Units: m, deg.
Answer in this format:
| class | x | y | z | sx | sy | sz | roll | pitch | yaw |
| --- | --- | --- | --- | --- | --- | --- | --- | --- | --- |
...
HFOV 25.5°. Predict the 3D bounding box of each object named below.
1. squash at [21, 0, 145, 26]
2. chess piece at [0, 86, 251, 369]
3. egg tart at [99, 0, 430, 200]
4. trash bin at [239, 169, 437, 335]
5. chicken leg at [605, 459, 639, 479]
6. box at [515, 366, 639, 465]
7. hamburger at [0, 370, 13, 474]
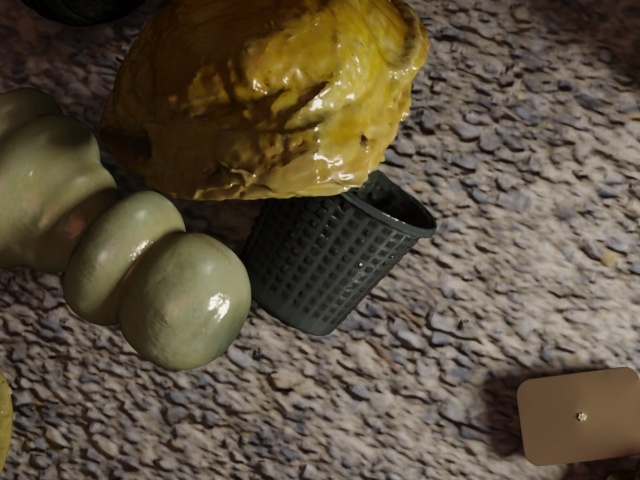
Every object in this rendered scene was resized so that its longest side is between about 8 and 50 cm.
| class | x | y | z | sx | sy | sz | roll | pitch | yaw |
| --- | --- | --- | --- | --- | --- | --- | --- | --- | --- |
| squash | -0.250 | -0.328 | 1.444 | 0.218 | 0.218 | 0.172 | 44 | 54 | 8 |
| chess piece | -0.213 | 0.003 | 1.392 | 0.330 | 0.182 | 0.182 | 34 | 94 | 18 |
| egg tart | -0.069 | -0.177 | 1.354 | 0.339 | 0.153 | 0.351 | 9 | 46 | 32 |
| trash bin | 0.000 | 0.000 | 1.418 | 0.175 | 0.175 | 0.161 | 38 | 105 | 8 |
| chicken leg | 0.364 | 0.290 | 1.389 | 0.196 | 0.080 | 0.125 | 38 | 81 | 7 |
| box | 0.264 | 0.177 | 1.428 | 0.126 | 0.031 | 0.091 | -9 | 87 | 9 |
| hamburger | -0.457 | 0.219 | 1.491 | 0.265 | 0.134 | 0.285 | 25 | 99 | 6 |
